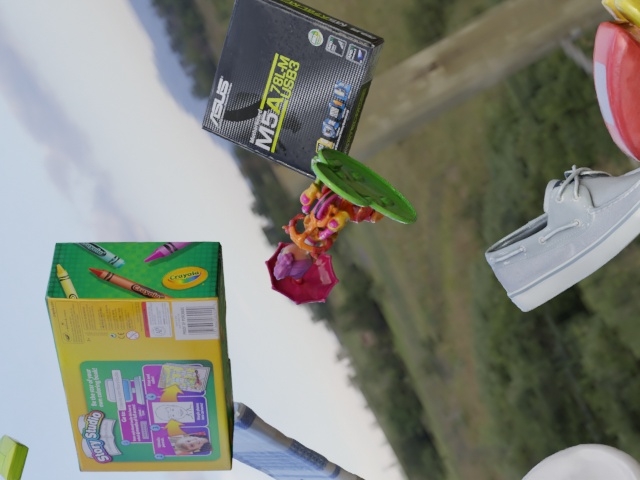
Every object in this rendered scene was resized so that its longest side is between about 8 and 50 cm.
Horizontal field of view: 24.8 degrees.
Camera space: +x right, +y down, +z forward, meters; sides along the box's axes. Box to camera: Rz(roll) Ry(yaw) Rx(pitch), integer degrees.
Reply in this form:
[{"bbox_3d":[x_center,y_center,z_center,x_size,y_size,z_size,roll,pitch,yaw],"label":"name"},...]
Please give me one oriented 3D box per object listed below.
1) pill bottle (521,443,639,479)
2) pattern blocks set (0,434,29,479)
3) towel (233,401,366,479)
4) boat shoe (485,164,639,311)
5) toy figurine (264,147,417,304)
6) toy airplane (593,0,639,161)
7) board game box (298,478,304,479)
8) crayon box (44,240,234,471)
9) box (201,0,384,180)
[{"bbox_3d":[0.334,0.355,1.557,0.301,0.169,0.169,45,-169,-40],"label":"pill bottle"},{"bbox_3d":[-0.402,0.348,1.604,0.026,0.285,0.325,30,165,-28],"label":"pattern blocks set"},{"bbox_3d":[-0.028,0.275,1.798,0.285,0.034,0.209,32,161,-18],"label":"towel"},{"bbox_3d":[0.224,-0.018,1.269,0.081,0.227,0.079,48,-135,0],"label":"boat shoe"},{"bbox_3d":[0.000,0.000,1.570,0.130,0.159,0.173,41,-164,16],"label":"toy figurine"},{"bbox_3d":[0.336,-0.302,1.214,0.386,0.272,0.384,117,171,-57],"label":"toy airplane"},{"bbox_3d":[-0.120,0.388,1.175,0.066,0.319,0.318,37,-141,-36],"label":"board game box"},{"bbox_3d":[-0.177,0.125,1.487,0.081,0.165,0.278,-90,0,-46],"label":"crayon box"},{"bbox_3d":[-0.036,-0.186,1.737,0.184,0.190,0.045,25,-154,14],"label":"box"}]
